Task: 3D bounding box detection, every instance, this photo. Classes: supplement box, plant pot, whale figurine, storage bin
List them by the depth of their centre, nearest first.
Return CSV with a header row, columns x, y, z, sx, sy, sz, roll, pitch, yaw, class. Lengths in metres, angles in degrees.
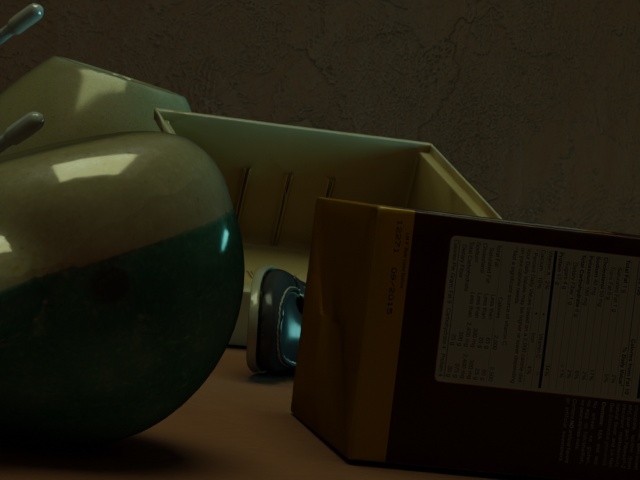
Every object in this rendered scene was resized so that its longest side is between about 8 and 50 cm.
x,y,z,sx,sy,sz,roll,pitch,yaw,class
-0.165,0.041,0.907,0.272,0.141,0.216,-18,7,-12,whale figurine
0.099,0.053,1.078,0.194,0.129,0.191,7,1,-10,supplement box
0.000,0.000,1.660,0.262,0.123,0.260,7,19,-19,storage bin
-0.219,-0.066,1.861,0.284,0.191,0.284,17,4,-1,plant pot

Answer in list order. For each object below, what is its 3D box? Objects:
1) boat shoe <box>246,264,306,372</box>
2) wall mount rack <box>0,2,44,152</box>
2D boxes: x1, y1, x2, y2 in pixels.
x,y,z,sx,sy,sz,roll,pitch,yaw,class
-0.006,0.059,1.384,0.065,0.075,0.206,4,-3,12,boat shoe
-0.406,-0.115,1.801,0.304,0.130,0.350,0,36,-8,wall mount rack
